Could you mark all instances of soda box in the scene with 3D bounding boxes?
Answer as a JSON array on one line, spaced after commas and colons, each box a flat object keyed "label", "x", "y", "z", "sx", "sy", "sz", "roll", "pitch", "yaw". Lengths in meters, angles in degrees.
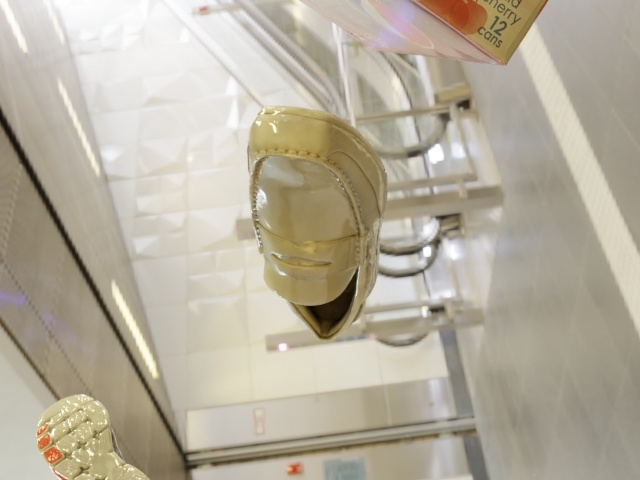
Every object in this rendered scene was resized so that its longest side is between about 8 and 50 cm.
[{"label": "soda box", "x": 0.048, "y": -0.165, "z": 0.456, "sx": 0.083, "sy": 0.092, "sz": 0.263, "roll": -58, "pitch": 17, "yaw": 8}]

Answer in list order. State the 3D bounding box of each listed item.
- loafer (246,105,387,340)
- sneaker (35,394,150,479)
[{"label": "loafer", "x": 0.000, "y": 0.000, "z": 0.668, "sx": 0.319, "sy": 0.112, "sz": 0.111, "roll": 67, "pitch": -146, "yaw": -63}, {"label": "sneaker", "x": -0.182, "y": 0.191, "z": 0.636, "sx": 0.158, "sy": 0.061, "sz": 0.064, "roll": 40, "pitch": 146, "yaw": 41}]
